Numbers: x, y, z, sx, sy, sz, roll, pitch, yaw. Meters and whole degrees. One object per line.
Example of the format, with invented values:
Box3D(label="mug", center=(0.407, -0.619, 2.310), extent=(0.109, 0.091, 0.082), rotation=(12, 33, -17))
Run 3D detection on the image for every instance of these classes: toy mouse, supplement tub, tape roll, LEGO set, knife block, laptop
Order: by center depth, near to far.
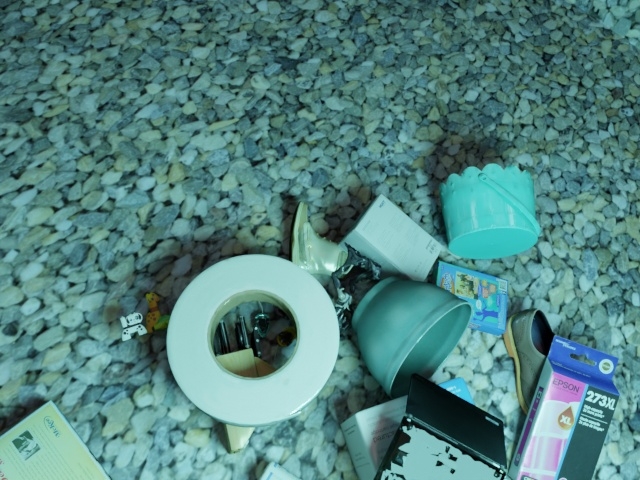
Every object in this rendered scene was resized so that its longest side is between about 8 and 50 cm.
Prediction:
Box3D(label="laptop", center=(0.251, 0.450, 1.180), extent=(0.234, 0.136, 0.264), rotation=(28, 78, 4))
Box3D(label="supplement tub", center=(-0.084, 0.545, 1.241), extent=(0.107, 0.071, 0.071), rotation=(33, 61, 6))
Box3D(label="tape roll", center=(-0.149, 0.222, 1.276), extent=(0.391, 0.072, 0.392), rotation=(2, 66, -4))
Box3D(label="knife block", center=(-0.217, 0.319, 1.318), extent=(0.242, 0.088, 0.276), rotation=(30, 61, 5))
Box3D(label="LEGO set", center=(-0.377, 0.162, 1.362), extent=(0.227, 0.087, 0.093), rotation=(-18, 83, -20))
Box3D(label="toy mouse", center=(-0.116, 0.204, 1.431), extent=(0.143, 0.031, 0.161), rotation=(42, 62, 10))

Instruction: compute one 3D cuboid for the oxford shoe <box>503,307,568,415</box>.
Box3D(label="oxford shoe", center=(0.583, 0.352, 1.448), extent=(0.129, 0.133, 0.364), rotation=(-11, 70, -18))

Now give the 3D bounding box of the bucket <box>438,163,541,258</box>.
Box3D(label="bucket", center=(0.473, -0.072, 1.576), extent=(0.281, 0.281, 0.183), rotation=(4, 68, -11))

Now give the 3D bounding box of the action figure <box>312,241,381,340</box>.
Box3D(label="action figure", center=(0.036, 0.149, 1.432), extent=(0.164, 0.141, 0.276), rotation=(30, 100, -30))

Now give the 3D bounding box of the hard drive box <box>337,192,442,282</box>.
Box3D(label="hard drive box", center=(0.192, 0.014, 1.524), extent=(0.232, 0.089, 0.181), rotation=(41, 50, -3))

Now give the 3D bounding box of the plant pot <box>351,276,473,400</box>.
Box3D(label="plant pot", center=(0.202, 0.211, 1.374), extent=(0.293, 0.293, 0.196), rotation=(-34, 56, -25))

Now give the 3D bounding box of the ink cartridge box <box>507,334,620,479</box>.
Box3D(label="ink cartridge box", center=(0.602, 0.436, 1.366), extent=(0.175, 0.069, 0.371), rotation=(20, 85, 0))

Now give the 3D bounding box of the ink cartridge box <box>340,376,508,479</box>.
Box3D(label="ink cartridge box", center=(0.253, 0.548, 1.258), extent=(0.285, 0.166, 0.395), rotation=(-14, 68, -18))

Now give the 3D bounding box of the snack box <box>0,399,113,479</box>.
Box3D(label="snack box", center=(-0.546, 0.516, 1.159), extent=(0.187, 0.060, 0.322), rotation=(-37, 76, -26))

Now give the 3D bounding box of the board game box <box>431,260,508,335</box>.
Box3D(label="board game box", center=(0.411, 0.160, 1.561), extent=(0.210, 0.047, 0.160), rotation=(16, 61, -4))

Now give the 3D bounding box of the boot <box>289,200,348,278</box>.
Box3D(label="boot", center=(0.000, 0.000, 1.537), extent=(0.165, 0.077, 0.213), rotation=(6, 67, -9))
